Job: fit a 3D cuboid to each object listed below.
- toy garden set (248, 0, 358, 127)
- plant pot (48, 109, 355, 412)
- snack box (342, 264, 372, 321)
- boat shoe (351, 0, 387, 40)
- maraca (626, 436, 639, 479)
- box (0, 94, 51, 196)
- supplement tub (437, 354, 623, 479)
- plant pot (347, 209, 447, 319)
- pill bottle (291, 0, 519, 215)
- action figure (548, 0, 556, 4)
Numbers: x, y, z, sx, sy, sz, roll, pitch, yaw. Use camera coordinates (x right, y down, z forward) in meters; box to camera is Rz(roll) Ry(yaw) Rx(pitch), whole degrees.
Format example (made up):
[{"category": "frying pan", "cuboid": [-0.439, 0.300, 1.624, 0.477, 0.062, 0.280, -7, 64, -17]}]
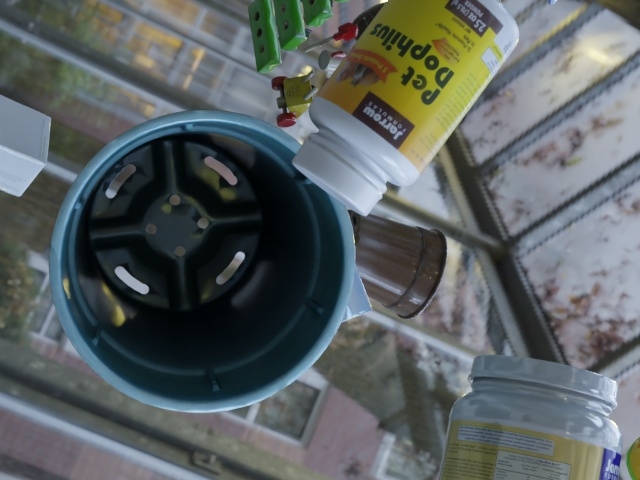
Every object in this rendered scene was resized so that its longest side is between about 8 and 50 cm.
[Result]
[{"category": "toy garden set", "cuboid": [-0.007, -0.286, 1.499, 0.244, 0.049, 0.204, -32, -119, 51]}, {"category": "plant pot", "cuboid": [-0.164, 0.001, 1.379, 0.341, 0.341, 0.334, -65, -164, 3]}, {"category": "snack box", "cuboid": [0.000, 0.000, 1.660, 0.070, 0.174, 0.207, -23, -152, -3]}, {"category": "boat shoe", "cuboid": [0.139, -0.342, 1.653, 0.190, 0.068, 0.072, -12, -149, 19]}, {"category": "maraca", "cuboid": [0.527, 0.338, 1.585, 0.127, 0.099, 0.186, -37, -134, -16]}, {"category": "box", "cuboid": [-0.456, -0.140, 1.597, 0.087, 0.102, 0.101, -42, -142, 36]}, {"category": "supplement tub", "cuboid": [0.280, 0.341, 1.512, 0.241, 0.241, 0.331, 152, -48, -71]}, {"category": "plant pot", "cuboid": [0.103, 0.030, 1.883, 0.167, 0.165, 0.167, -51, -154, 38]}, {"category": "pill bottle", "cuboid": [0.070, -0.131, 0.978, 0.215, 0.117, 0.117, -54, -168, -2]}, {"category": "action figure", "cuboid": [0.208, -0.366, 1.309, 0.178, 0.330, 0.341, -54, 154, -16]}]
